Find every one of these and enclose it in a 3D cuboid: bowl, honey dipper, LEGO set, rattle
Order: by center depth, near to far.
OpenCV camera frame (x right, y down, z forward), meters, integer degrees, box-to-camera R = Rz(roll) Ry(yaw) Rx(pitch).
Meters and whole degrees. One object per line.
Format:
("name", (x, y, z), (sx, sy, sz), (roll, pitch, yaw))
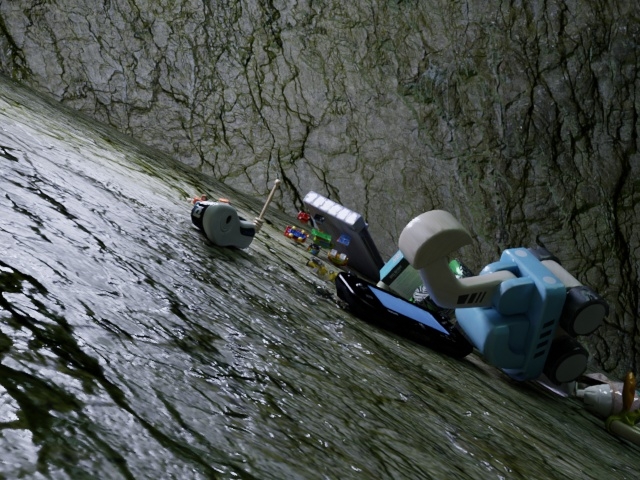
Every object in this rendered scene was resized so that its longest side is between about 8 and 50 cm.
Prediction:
("LEGO set", (0.014, 0.109, 1.359), (0.083, 0.023, 0.054), (40, 7, 4))
("rattle", (0.722, 0.394, 1.484), (0.200, 0.142, 0.130), (22, -17, 44))
("bowl", (0.569, 0.302, 1.735), (0.142, 0.053, 0.142), (27, -34, 57))
("honey dipper", (-0.151, -0.098, 1.969), (0.031, 0.160, 0.030), (26, 4, -2))

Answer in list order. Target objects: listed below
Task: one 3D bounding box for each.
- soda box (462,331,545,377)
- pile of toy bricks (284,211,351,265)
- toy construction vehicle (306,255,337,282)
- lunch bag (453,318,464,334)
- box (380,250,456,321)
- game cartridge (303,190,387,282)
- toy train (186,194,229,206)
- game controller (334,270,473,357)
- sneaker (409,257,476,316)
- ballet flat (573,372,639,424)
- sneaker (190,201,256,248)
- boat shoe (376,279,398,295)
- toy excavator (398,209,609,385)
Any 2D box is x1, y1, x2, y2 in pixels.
("soda box", (0.527, 0.290, 1.878), (0.286, 0.091, 0.098), (28, 5, 18))
("pile of toy bricks", (0.000, 0.000, 2.203), (0.212, 0.118, 0.105), (24, -20, 7))
("toy construction vehicle", (0.004, 0.075, 1.693), (0.098, 0.035, 0.086), (31, -6, 25))
("lunch bag", (0.429, 0.241, 2.040), (0.053, 0.071, 0.083), (21, 3, -11))
("box", (0.294, 0.133, 2.005), (0.244, 0.100, 0.060), (35, 23, -14))
("game cartridge", (0.091, -0.009, 2.283), (0.230, 0.068, 0.355), (34, -15, 38))
("toy train", (-0.293, -0.101, 1.903), (0.125, 0.046, 0.166), (27, 4, -9))
("game controller", (0.176, 0.155, 1.467), (0.319, 0.067, 0.166), (24, 4, -26))
("sneaker", (0.321, 0.148, 1.781), (0.134, 0.146, 0.343), (49, -12, 4))
("ballet flat", (0.702, 0.396, 1.759), (0.106, 0.107, 0.316), (7, -3, 4))
("sneaker", (-0.221, -0.041, 1.399), (0.121, 0.079, 0.217), (25, -6, 18))
("boat shoe", (0.206, 0.137, 2.087), (0.056, 0.048, 0.153), (28, 4, 26))
("toy excavator", (0.369, 0.128, 1.504), (0.446, 0.432, 0.222), (-8, 34, -19))
